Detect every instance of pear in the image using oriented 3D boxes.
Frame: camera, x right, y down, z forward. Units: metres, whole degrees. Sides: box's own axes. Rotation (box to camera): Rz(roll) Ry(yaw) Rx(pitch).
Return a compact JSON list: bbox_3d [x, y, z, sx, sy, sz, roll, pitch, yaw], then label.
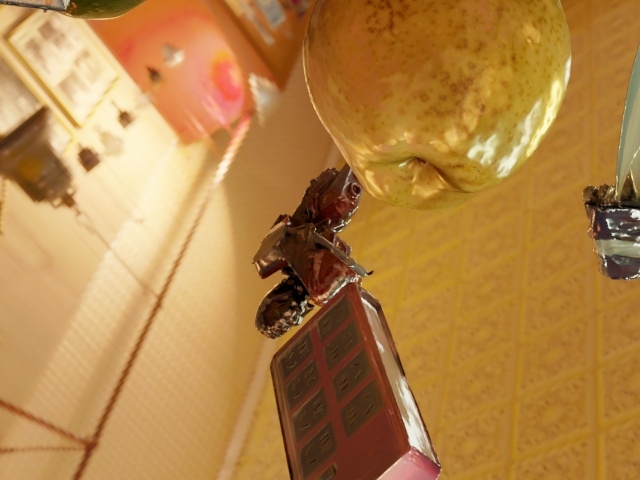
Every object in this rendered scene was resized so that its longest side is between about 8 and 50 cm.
[{"bbox_3d":[0.072,-0.103,0.753,0.178,0.178,0.178,-32,-157,15],"label":"pear"}]

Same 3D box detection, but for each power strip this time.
[{"bbox_3d":[0.019,0.131,0.941,0.109,0.037,0.279,-44,-157,12],"label":"power strip"}]

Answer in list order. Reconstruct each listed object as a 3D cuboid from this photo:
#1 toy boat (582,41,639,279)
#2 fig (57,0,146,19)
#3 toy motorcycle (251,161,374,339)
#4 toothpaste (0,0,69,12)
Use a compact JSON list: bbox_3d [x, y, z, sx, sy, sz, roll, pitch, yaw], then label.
[{"bbox_3d":[0.307,-0.100,1.074,0.070,0.210,0.291,16,-96,31],"label":"toy boat"},{"bbox_3d":[-0.264,-0.381,1.545,0.245,0.195,0.195,1,-140,29],"label":"fig"},{"bbox_3d":[-0.001,-0.001,1.206,0.122,0.082,0.213,-20,-142,40],"label":"toy motorcycle"},{"bbox_3d":[-0.382,-0.286,1.244,0.272,0.053,0.066,8,-124,11],"label":"toothpaste"}]
